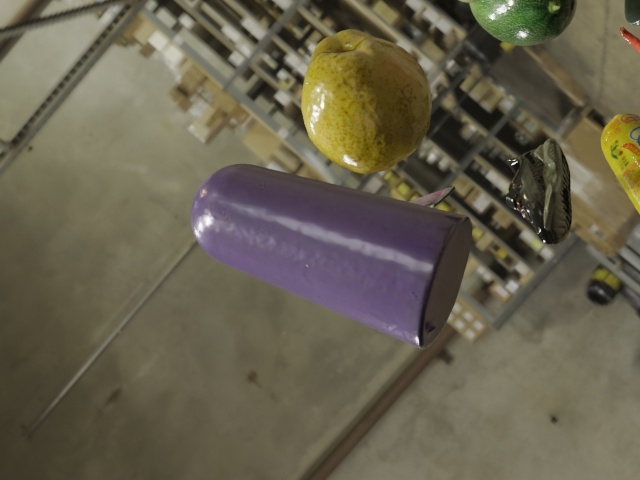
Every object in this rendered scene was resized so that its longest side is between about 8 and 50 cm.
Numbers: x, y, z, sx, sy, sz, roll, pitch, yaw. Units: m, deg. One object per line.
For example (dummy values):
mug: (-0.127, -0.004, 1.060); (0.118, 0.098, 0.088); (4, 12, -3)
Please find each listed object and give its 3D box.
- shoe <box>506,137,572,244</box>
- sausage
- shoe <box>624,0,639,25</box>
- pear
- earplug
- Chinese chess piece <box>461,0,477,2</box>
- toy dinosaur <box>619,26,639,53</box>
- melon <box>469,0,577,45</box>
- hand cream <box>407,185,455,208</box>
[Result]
shoe: (0.394, -0.083, 1.710); (0.099, 0.112, 0.228); (50, -138, -41)
sausage: (0.706, -0.140, 2.005); (0.123, 0.123, 0.347); (37, -154, -53)
shoe: (0.643, -0.511, 1.817); (0.078, 0.195, 0.079); (5, -174, -31)
pear: (0.051, -0.175, 1.160); (0.178, 0.178, 0.178); (41, -177, -3)
earplug: (0.000, 0.000, 1.501); (0.455, 0.215, 0.215); (19, 175, 20)
Chinese chess piece: (0.245, -0.423, 1.506); (0.034, 0.084, 0.084); (26, -167, -43)
toy dinosaur: (0.610, -0.241, 1.630); (0.286, 0.139, 0.070); (37, -152, 19)
melon: (0.397, -0.472, 1.827); (0.182, 0.182, 0.288); (39, -170, -27)
hand cream: (0.149, -0.058, 1.873); (0.050, 0.079, 0.275); (39, 146, -28)
